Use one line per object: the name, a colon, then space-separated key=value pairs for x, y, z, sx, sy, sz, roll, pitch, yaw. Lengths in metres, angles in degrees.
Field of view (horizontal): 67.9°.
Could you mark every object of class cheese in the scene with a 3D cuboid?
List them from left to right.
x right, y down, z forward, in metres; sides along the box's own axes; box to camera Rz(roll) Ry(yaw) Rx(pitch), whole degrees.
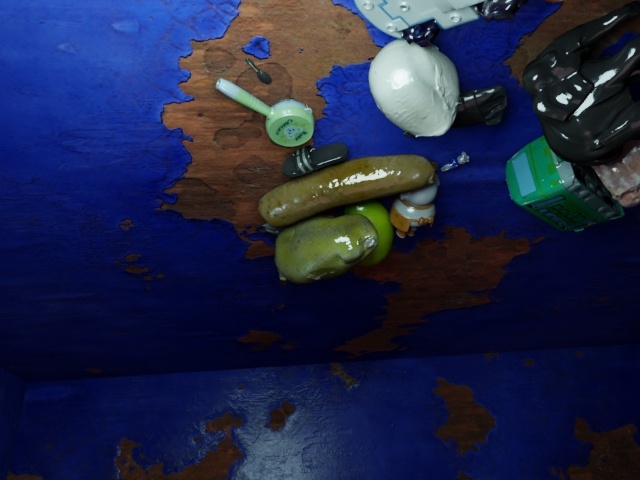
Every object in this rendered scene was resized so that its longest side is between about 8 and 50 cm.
cheese: x=0.187 y=-0.320 z=0.975 sx=0.154 sy=0.198 sz=0.189 roll=-26 pitch=135 yaw=35

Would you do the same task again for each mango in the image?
mango: x=0.148 y=-0.030 z=1.520 sx=0.175 sy=0.143 sz=0.293 roll=-2 pitch=140 yaw=8

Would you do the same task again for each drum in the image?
drum: x=-0.133 y=-0.289 z=1.103 sx=0.253 sy=0.049 sz=0.130 roll=11 pitch=146 yaw=-26

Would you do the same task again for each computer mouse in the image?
computer mouse: x=-0.098 y=-0.045 z=1.529 sx=0.182 sy=0.056 sz=0.089 roll=-5 pitch=146 yaw=-1

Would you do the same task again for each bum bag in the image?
bum bag: x=0.316 y=-0.306 z=1.140 sx=0.249 sy=0.060 sz=0.123 roll=-12 pitch=150 yaw=12

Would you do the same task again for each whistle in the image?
whistle: x=0.377 y=-0.219 z=1.336 sx=0.083 sy=0.029 sz=0.033 roll=-28 pitch=107 yaw=25

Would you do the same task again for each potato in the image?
potato: x=0.015 y=0.015 z=1.397 sx=0.351 sy=0.202 sz=0.218 roll=-10 pitch=-176 yaw=43

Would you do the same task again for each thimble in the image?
thimble: x=0.801 y=-0.214 z=1.216 sx=0.239 sy=0.239 sz=0.162 roll=20 pitch=141 yaw=-37

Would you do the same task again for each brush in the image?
brush: x=-0.133 y=-0.362 z=1.017 sx=0.024 sy=0.008 sz=0.083 roll=-17 pitch=149 yaw=26

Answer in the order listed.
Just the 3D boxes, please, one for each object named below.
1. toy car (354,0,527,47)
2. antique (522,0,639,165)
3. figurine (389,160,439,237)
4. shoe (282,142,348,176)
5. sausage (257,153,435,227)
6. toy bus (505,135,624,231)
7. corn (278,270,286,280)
toy car: x=0.194 y=-0.451 z=0.781 sx=0.198 sy=0.165 sz=0.314 roll=24 pitch=168 yaw=-38
antique: x=0.594 y=-0.307 z=1.025 sx=0.255 sy=0.185 sz=0.322 roll=-14 pitch=117 yaw=31
figurine: x=0.284 y=-0.113 z=1.388 sx=0.143 sy=0.143 sz=0.271 roll=3 pitch=148 yaw=-14
shoe: x=-0.019 y=-0.221 z=1.224 sx=0.179 sy=0.071 sz=0.049 roll=-16 pitch=149 yaw=5
sausage: x=0.057 y=-0.146 z=1.299 sx=0.501 sy=0.123 sz=0.136 roll=-15 pitch=114 yaw=15
toy bus: x=0.687 y=-0.148 z=1.355 sx=0.344 sy=0.183 sz=0.199 roll=20 pitch=144 yaw=-36
corn: x=-0.054 y=0.097 z=1.764 sx=0.211 sy=0.087 sz=0.087 roll=-7 pitch=151 yaw=-10
